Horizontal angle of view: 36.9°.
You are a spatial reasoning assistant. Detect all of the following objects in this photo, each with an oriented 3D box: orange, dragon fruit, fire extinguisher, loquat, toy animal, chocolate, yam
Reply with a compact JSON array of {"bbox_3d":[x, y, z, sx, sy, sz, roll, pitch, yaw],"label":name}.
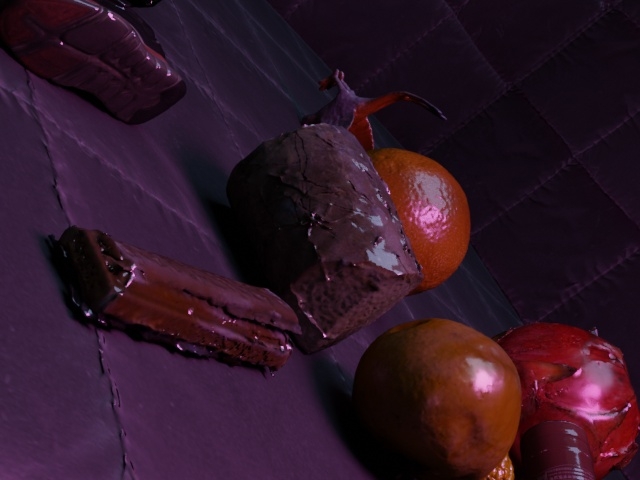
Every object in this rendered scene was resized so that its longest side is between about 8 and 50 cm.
[{"bbox_3d":[0.114,-0.033,1.595,0.264,0.264,0.264,49,13,-15],"label":"orange"},{"bbox_3d":[0.372,0.282,1.586,0.295,0.301,0.296,-17,90,-84],"label":"dragon fruit"},{"bbox_3d":[0.323,0.407,1.296,0.137,0.102,0.344,8,41,-3],"label":"fire extinguisher"},{"bbox_3d":[0.136,0.197,1.156,0.213,0.213,0.213,49,13,-15],"label":"loquat"},{"bbox_3d":[0.094,-0.298,2.175,0.225,0.284,0.302,30,26,-55],"label":"toy animal"},{"bbox_3d":[-0.118,0.057,0.909,0.329,0.065,0.102,28,28,-58],"label":"chocolate"},{"bbox_3d":[-0.002,-0.002,1.235,0.201,0.202,0.271,4,46,-44],"label":"yam"}]

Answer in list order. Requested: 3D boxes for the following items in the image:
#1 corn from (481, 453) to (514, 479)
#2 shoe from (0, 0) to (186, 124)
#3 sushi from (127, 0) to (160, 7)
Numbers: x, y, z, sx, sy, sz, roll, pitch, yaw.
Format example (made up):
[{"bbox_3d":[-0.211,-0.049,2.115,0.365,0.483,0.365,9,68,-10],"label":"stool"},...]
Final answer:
[{"bbox_3d":[0.193,0.256,1.400,0.102,0.102,0.313,43,17,-35],"label":"corn"},{"bbox_3d":[-0.261,-0.240,1.105,0.137,0.114,0.291,62,13,20],"label":"shoe"},{"bbox_3d":[-0.302,-0.455,1.553,0.127,0.124,0.225,44,9,-34],"label":"sushi"}]
